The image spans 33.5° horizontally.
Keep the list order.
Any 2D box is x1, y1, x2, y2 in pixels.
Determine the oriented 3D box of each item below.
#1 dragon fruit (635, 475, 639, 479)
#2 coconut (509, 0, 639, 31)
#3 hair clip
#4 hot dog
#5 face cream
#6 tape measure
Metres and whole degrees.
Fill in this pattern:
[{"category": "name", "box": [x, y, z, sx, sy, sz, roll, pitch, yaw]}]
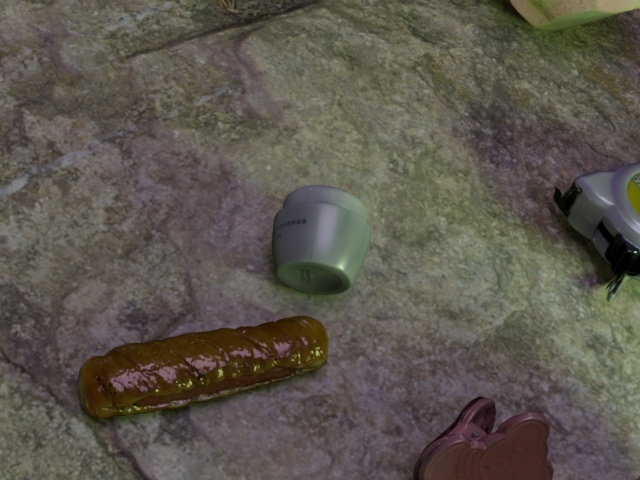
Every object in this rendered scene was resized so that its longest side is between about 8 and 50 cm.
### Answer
[{"category": "dragon fruit", "box": [0.454, 0.364, 1.067, 0.314, 0.296, 0.262, -23, 100, -30]}, {"category": "coconut", "box": [0.380, -0.437, 1.584, 0.233, 0.245, 0.233, 2, 87, -38]}, {"category": "hair clip", "box": [0.177, 0.239, 1.149, 0.102, 0.123, 0.138, 25, 42, 38]}, {"category": "hot dog", "box": [-0.122, 0.133, 1.167, 0.286, 0.061, 0.088, -13, 50, -24]}, {"category": "face cream", "box": [0.000, 0.000, 1.253, 0.117, 0.117, 0.104, 13, 63, -7]}, {"category": "tape measure", "box": [0.431, -0.018, 1.398, 0.196, 0.105, 0.178, -9, 52, -22]}]
